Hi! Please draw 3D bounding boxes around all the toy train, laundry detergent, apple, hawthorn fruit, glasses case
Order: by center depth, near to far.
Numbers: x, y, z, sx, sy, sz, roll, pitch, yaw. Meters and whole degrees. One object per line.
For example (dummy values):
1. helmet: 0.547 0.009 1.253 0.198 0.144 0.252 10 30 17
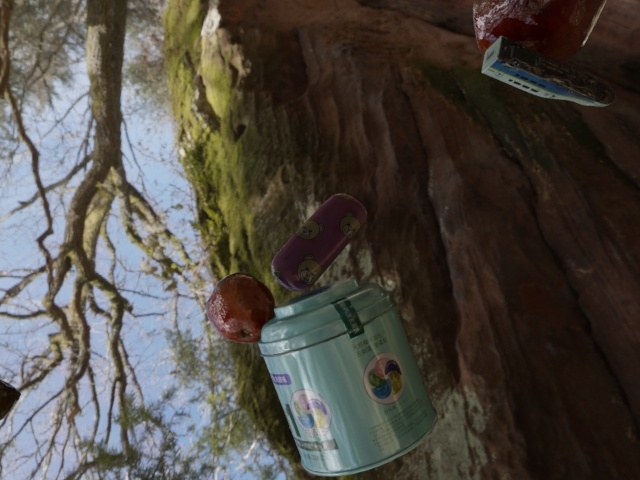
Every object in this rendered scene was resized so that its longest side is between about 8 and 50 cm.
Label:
1. toy train: 0.393 -0.276 0.827 0.234 0.052 0.051 17 166 -12
2. apple: 0.407 -0.492 0.928 0.295 0.329 0.365 54 -159 25
3. laundry detergent: 0.043 0.244 0.957 0.287 0.287 0.305 -19 -92 -50
4. hawthorn fruit: -0.187 0.169 1.178 0.173 0.172 0.172 18 -150 -11
5. glasses case: 0.000 0.000 1.275 0.123 0.075 0.316 37 -113 11

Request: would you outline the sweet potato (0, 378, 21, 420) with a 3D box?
1. sweet potato: -0.192 0.075 0.159 0.053 0.053 0.182 21 -169 32
